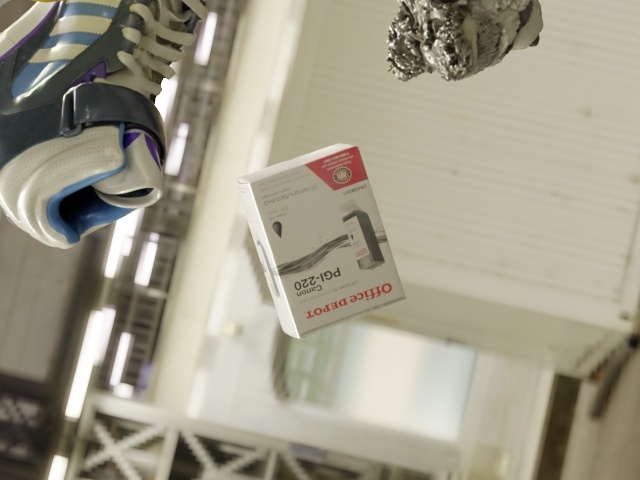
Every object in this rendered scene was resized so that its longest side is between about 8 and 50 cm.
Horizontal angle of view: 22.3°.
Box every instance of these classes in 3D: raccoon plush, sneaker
[{"bbox_3d":[0.077,-0.368,1.709,0.299,0.446,0.216,-56,5,-5],"label":"raccoon plush"},{"bbox_3d":[-0.154,-0.135,1.383,0.323,0.236,0.130,-42,-35,4],"label":"sneaker"}]

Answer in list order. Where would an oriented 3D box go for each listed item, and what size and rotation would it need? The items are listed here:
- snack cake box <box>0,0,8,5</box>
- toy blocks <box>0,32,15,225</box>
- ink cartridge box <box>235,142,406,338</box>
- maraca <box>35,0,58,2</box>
[{"bbox_3d":[-0.573,-0.364,2.245,0.152,0.264,0.089,-49,-39,-48],"label":"snack cake box"},{"bbox_3d":[-0.532,-0.109,2.106,0.288,0.260,0.309,-24,-64,-35],"label":"toy blocks"},{"bbox_3d":[0.000,0.000,2.114,0.092,0.159,0.218,-160,51,-74],"label":"ink cartridge box"},{"bbox_3d":[-0.210,-0.251,1.214,0.099,0.127,0.185,53,169,31],"label":"maraca"}]
